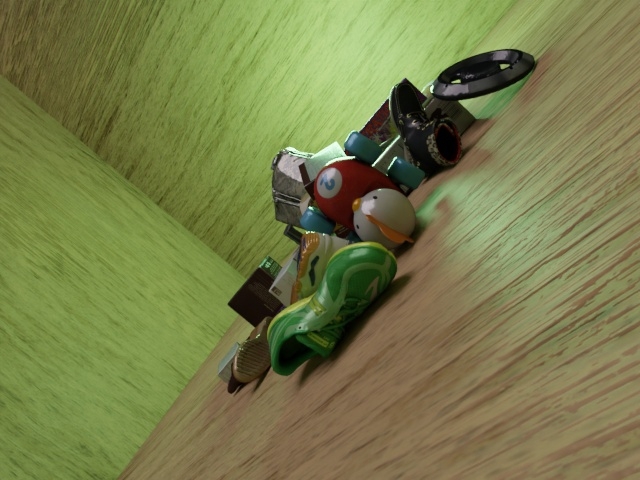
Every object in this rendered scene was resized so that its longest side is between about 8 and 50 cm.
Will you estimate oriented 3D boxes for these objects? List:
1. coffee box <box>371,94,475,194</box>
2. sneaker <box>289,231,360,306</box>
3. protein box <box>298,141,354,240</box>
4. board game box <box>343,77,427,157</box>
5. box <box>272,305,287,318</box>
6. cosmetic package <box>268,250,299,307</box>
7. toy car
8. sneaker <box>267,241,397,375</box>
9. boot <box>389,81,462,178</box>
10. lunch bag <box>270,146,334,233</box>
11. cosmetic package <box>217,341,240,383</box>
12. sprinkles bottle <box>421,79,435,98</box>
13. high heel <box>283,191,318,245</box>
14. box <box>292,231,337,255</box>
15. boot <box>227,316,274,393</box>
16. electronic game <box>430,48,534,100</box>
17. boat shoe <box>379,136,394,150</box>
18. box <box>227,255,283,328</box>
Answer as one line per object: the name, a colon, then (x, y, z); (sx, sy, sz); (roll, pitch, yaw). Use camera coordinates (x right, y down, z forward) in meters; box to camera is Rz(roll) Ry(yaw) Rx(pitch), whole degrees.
coffee box: (0.248, -0.243, 1.200); (0.297, 0.118, 0.168); (-48, 6, 8)
sneaker: (0.009, 0.111, 0.852); (0.297, 0.130, 0.112); (105, 169, -48)
protein box: (0.053, -0.137, 1.245); (0.135, 0.200, 0.201); (-31, 25, 8)
board game box: (0.247, -0.352, 1.539); (0.347, 0.208, 0.056); (-50, 4, 7)
box: (-0.110, 0.228, 1.381); (0.116, 0.029, 0.162); (-51, 4, 0)
cosmetic package: (-0.061, 0.116, 1.267); (0.085, 0.117, 0.231); (-50, 6, 10)
toy car: (0.094, -0.059, 0.841); (0.219, 0.210, 0.238); (-59, 15, 14)
sneaker: (0.019, 0.122, 0.718); (0.295, 0.109, 0.124); (-48, 24, 28)
boot: (0.238, -0.264, 1.013); (0.085, 0.237, 0.178); (-15, 3, -11)
lunch bag: (-0.029, -0.187, 1.596); (0.212, 0.305, 0.256); (-25, -57, -41)
cosmetic package: (-0.274, 0.390, 1.425); (0.099, 0.060, 0.239); (-49, 4, -13)
sprinkles bottle: (0.400, -0.490, 1.721); (0.355, 0.121, 0.121); (-54, 6, -38)
high heel: (0.019, -0.073, 1.415); (0.261, 0.186, 0.093); (-60, 18, -14)
box: (0.000, 0.000, 1.653); (0.094, 0.113, 0.275); (-49, 3, 28)
boot: (-0.189, 0.331, 1.150); (0.207, 0.090, 0.248); (-61, 1, 24)
electronic game: (0.370, -0.382, 1.034); (0.229, 0.048, 0.229); (-18, 32, 12)
boat shoe: (0.175, -0.196, 1.448); (0.355, 0.132, 0.130); (-48, 3, 14)
box: (-0.216, 0.200, 1.723); (0.203, 0.167, 0.168); (-49, 5, 12)
